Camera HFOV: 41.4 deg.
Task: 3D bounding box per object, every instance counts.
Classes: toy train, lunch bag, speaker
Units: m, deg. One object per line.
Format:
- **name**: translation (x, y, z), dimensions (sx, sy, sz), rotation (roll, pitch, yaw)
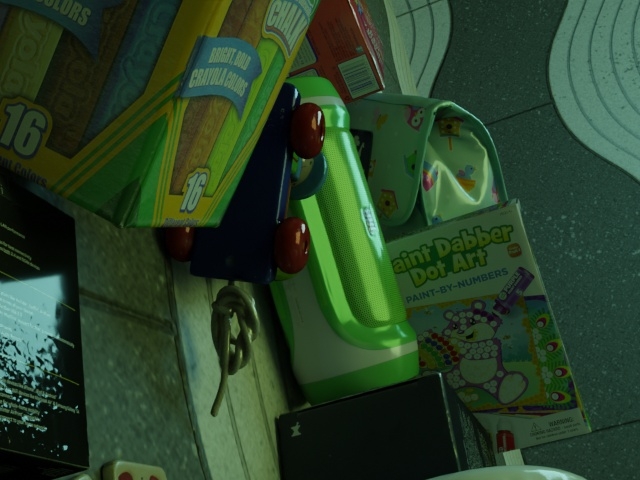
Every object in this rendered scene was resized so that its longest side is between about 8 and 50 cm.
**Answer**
- **toy train**: translation (-0.051, 0.011, 0.675), dimensions (0.143, 0.105, 0.248), rotation (35, 61, -75)
- **lunch bag**: translation (0.098, -0.060, 1.017), dimensions (0.223, 0.160, 0.262), rotation (20, -39, 51)
- **speaker**: translation (0.000, 0.000, 0.815), dimensions (0.131, 0.131, 0.297), rotation (6, 67, -74)

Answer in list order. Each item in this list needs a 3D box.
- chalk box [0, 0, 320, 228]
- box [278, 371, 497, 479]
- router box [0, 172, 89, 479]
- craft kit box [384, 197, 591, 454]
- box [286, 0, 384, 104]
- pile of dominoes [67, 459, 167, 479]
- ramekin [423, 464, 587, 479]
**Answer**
- **chalk box**: translation (-0.084, -0.127, 0.437), dimensions (0.213, 0.132, 0.132), rotation (-65, 167, 8)
- **box**: translation (0.073, 0.216, 0.769), dimensions (0.207, 0.153, 0.108), rotation (48, 28, -55)
- **router box**: translation (-0.165, 0.021, 0.343), dimensions (0.179, 0.046, 0.133), rotation (46, 29, -59)
- **craft kit box**: translation (0.125, 0.110, 0.891), dimensions (0.061, 0.249, 0.247), rotation (-25, 97, -74)
- **box**: translation (-0.052, -0.292, 0.926), dimensions (0.142, 0.154, 0.300), rotation (-86, 152, -57)
- **pile of dominoes**: translation (-0.076, 0.234, 0.425), dimensions (0.196, 0.040, 0.251), rotation (-24, 96, -75)
- **ramekin**: translation (0.097, 0.267, 0.578), dimensions (0.277, 0.277, 0.135), rotation (53, 16, -50)
